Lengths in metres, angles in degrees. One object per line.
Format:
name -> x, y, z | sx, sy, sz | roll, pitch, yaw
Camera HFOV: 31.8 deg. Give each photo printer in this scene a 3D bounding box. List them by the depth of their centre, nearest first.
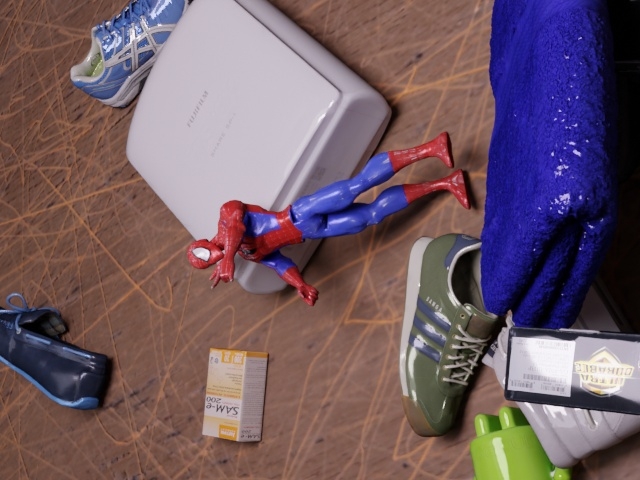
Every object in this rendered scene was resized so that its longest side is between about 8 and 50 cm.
photo printer -> -0.089, -0.129, 1.244 | 0.307, 0.107, 0.256 | 47, 114, 37

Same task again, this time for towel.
towel -> 0.164, -0.105, 0.842 | 0.076, 0.228, 0.308 | 2, 63, 4

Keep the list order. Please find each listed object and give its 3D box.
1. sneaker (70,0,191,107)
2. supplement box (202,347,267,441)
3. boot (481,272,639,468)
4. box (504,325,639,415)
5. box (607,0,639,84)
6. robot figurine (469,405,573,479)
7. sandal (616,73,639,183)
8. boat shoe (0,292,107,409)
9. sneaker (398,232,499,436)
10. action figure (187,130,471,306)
sneaker -> -0.238, -0.257, 1.423 | 0.211, 0.081, 0.080 | -52, 51, 22
supplement box -> -0.095, 0.171, 1.249 | 0.062, 0.036, 0.098 | -1, 83, 44
boot -> 0.182, 0.064, 0.960 | 0.123, 0.095, 0.258 | -36, 61, 19
box -> 0.249, 0.091, 0.737 | 0.175, 0.220, 0.051 | 1, 83, 38
box -> 0.295, -0.193, 0.861 | 0.093, 0.158, 0.156 | 6, 87, 42
robot figurine -> 0.169, 0.204, 0.975 | 0.101, 0.067, 0.115 | -23, 68, 26
sandal -> 0.258, -0.175, 0.976 | 0.097, 0.054, 0.255 | 20, 107, 50
boat shoe -> -0.366, 0.130, 1.482 | 0.258, 0.109, 0.089 | 28, 95, 25
sneaker -> 0.124, 0.085, 1.038 | 0.086, 0.064, 0.192 | -10, 73, 47
action figure -> 0.000, 0.000, 1.059 | 0.280, 0.091, 0.139 | -16, 43, 15
